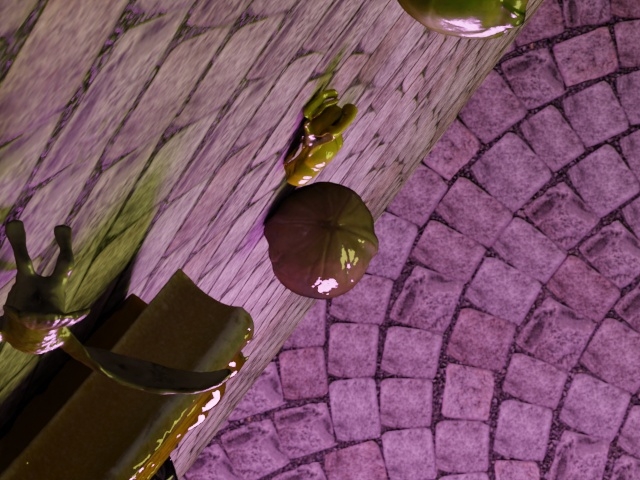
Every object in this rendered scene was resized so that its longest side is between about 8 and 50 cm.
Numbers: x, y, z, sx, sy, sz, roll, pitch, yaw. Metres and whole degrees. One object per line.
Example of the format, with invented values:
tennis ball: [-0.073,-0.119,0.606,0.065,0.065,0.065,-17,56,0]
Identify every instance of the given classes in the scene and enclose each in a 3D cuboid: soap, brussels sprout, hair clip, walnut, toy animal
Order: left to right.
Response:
toy animal: [-0.164,0.035,1.011,0.155,0.219,0.095,-111,-152,-52]
soap: [-0.193,0.184,1.446,0.281,0.143,0.259,-49,178,-32]
hair clip: [-0.001,-0.104,1.770,0.072,0.046,0.173,-47,175,-23]
walnut: [0.001,0.000,2.012,0.140,0.140,0.162,-53,165,-3]
brussels sprout: [0.111,-0.246,1.414,0.149,0.122,0.151,139,-46,-80]

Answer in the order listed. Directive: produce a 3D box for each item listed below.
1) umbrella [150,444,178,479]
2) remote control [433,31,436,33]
umbrella: [-0.225,0.286,2.109,0.272,0.110,0.122,2,91,-85]
remote control: [0.174,-0.332,1.837,0.090,0.038,0.309,-50,174,-29]
